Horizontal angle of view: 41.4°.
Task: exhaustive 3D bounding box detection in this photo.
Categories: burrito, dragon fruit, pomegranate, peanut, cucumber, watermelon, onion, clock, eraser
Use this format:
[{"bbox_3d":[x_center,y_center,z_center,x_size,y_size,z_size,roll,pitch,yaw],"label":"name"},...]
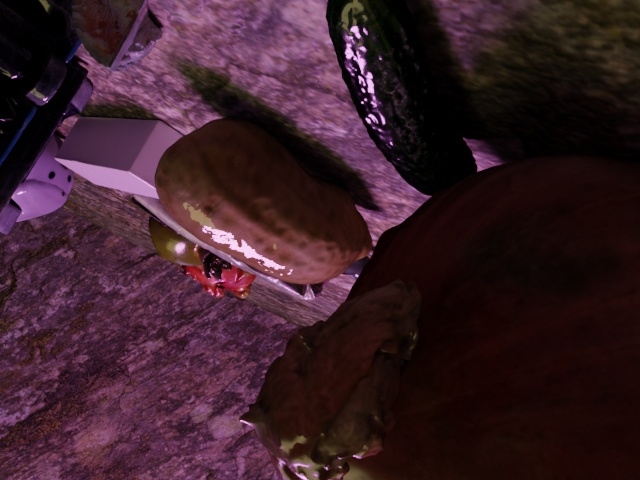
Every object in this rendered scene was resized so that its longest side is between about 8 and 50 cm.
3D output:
[{"bbox_3d":[-0.122,-0.012,1.204,0.309,0.096,0.066,30,143,-6],"label":"burrito"},{"bbox_3d":[-0.197,0.017,1.464,0.208,0.133,0.150,29,175,-27],"label":"dragon fruit"},{"bbox_3d":[-0.191,-0.014,1.278,0.129,0.129,0.159,33,-175,-30],"label":"pomegranate"},{"bbox_3d":[-0.046,-0.034,0.843,0.253,0.122,0.137,31,-151,-27],"label":"peanut"},{"bbox_3d":[0.046,-0.088,0.503,0.058,0.052,0.214,2,160,21],"label":"cucumber"},{"bbox_3d":[-0.148,-0.172,0.658,0.061,0.085,0.085,-21,138,37],"label":"watermelon"},{"bbox_3d":[0.151,0.120,0.510,0.354,0.353,0.353,27,170,5],"label":"onion"},{"bbox_3d":[-0.537,-0.161,1.423,0.189,0.188,0.254,25,164,14],"label":"clock"},{"bbox_3d":[-0.265,-0.114,1.140,0.078,0.076,0.298,35,168,-33],"label":"eraser"}]

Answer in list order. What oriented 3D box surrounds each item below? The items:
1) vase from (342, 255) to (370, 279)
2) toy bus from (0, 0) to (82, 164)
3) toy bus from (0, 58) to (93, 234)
[{"bbox_3d":[0.000,0.000,1.055,0.211,0.060,0.060,35,168,-36],"label":"vase"},{"bbox_3d":[-0.308,-0.133,0.728,0.116,0.234,0.133,35,176,-33],"label":"toy bus"},{"bbox_3d":[-0.468,-0.157,1.071,0.249,0.209,0.440,32,170,-22],"label":"toy bus"}]
